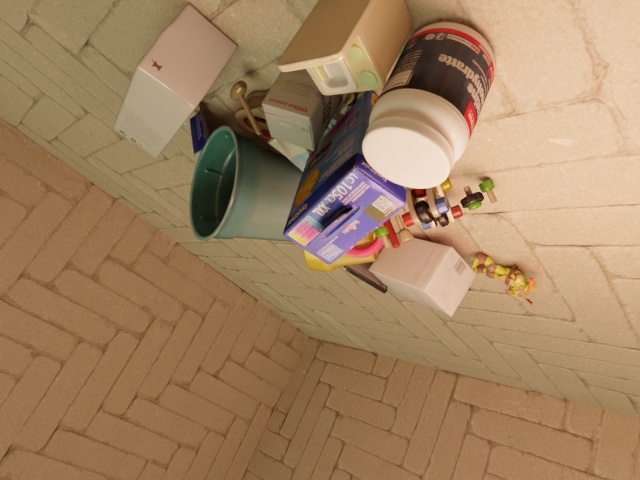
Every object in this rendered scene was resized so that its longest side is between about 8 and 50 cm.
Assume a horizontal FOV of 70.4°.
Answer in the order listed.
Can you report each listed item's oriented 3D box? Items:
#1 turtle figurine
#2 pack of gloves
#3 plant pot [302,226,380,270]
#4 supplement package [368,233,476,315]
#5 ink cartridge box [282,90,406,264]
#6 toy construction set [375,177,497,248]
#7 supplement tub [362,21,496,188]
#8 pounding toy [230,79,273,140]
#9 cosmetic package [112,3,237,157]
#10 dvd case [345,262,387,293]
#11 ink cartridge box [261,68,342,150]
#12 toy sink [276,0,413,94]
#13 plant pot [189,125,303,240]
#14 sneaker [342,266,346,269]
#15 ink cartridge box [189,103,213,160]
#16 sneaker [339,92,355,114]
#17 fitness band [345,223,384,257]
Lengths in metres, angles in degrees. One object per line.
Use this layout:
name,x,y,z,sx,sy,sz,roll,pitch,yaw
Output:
turtle figurine,0.610,0.114,1.481,0.217,0.087,0.269,28,176,26
pack of gloves,0.001,-0.243,1.270,0.195,0.046,0.232,-22,147,27
plant pot,0.085,-0.013,1.628,0.238,0.254,0.254,1,150,17
supplement package,0.348,0.110,1.584,0.177,0.175,0.293,41,167,-32
ink cartridge box,0.064,-0.131,1.060,0.151,0.396,0.270,32,132,-20
toy construction set,0.248,-0.137,1.227,0.308,0.257,0.237,-34,73,48
supplement tub,0.208,-0.257,0.871,0.191,0.272,0.191,23,158,10
pounding toy,-0.168,-0.326,1.300,0.269,0.155,0.154,38,151,-26
cosmetic package,-0.428,-0.423,1.287,0.161,0.230,0.453,36,157,-22
dvd case,0.179,0.095,1.790,0.180,0.253,0.022,31,113,-11
ink cartridge box,-0.041,-0.336,1.106,0.128,0.176,0.127,21,157,15
toy sink,0.053,-0.366,0.859,0.152,0.234,0.131,7,150,39
plant pot,-0.186,-0.141,1.416,0.333,0.342,0.341,12,170,-35
sneaker,0.179,0.119,1.976,0.271,0.100,0.108,28,163,-2
ink cartridge box,-0.387,-0.308,1.586,0.065,0.166,0.333,-14,151,-1
sneaker,0.078,-0.346,1.155,0.036,0.032,0.083,17,165,-12
fitness band,0.117,-0.080,1.443,0.208,0.054,0.291,6,116,6
